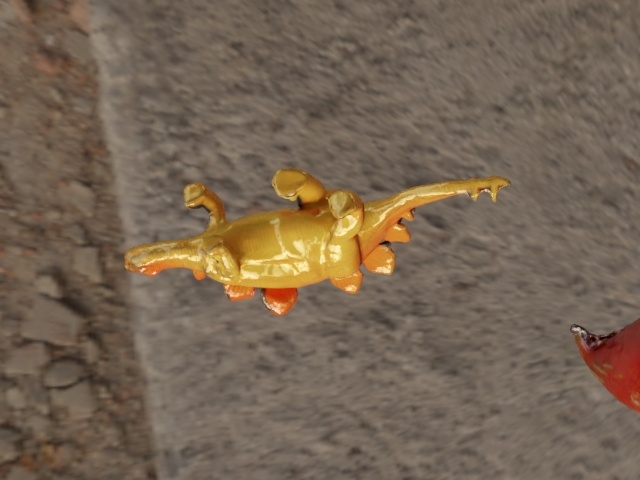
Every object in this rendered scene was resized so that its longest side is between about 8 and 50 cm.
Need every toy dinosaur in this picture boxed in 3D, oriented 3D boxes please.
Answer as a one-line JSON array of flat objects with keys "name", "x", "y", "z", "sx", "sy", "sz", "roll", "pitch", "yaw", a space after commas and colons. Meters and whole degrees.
[{"name": "toy dinosaur", "x": 0.000, "y": 0.000, "z": 1.238, "sx": 0.288, "sy": 0.117, "sz": 0.070, "roll": -11, "pitch": 56, "yaw": 10}]

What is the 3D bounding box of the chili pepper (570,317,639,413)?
[{"name": "chili pepper", "x": 0.243, "y": -0.022, "z": 0.579, "sx": 0.368, "sy": 0.137, "sz": 0.092, "roll": -28, "pitch": 116, "yaw": 19}]
